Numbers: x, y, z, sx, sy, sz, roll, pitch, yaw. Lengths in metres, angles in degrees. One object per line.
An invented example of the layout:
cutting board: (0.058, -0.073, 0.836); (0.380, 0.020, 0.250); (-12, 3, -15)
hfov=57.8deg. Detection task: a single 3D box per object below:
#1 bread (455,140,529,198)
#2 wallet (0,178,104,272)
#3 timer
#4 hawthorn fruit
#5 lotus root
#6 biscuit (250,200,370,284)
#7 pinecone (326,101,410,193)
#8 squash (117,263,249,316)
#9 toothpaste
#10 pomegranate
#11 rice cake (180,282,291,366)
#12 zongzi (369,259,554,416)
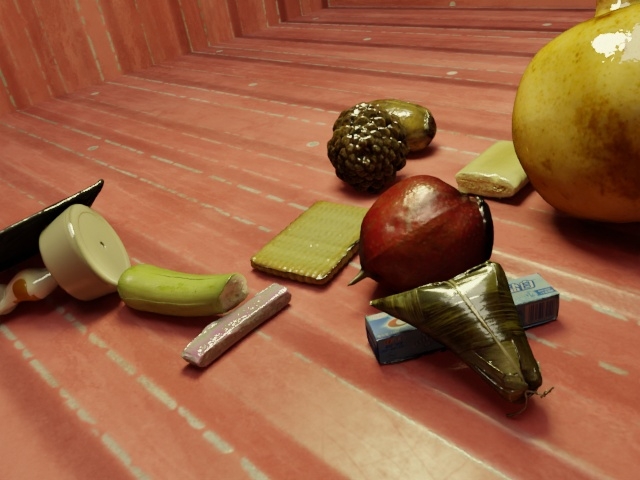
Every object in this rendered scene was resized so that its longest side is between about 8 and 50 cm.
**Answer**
bread: (0.383, -0.148, 1.212); (0.140, 0.060, 0.178); (19, 41, 41)
wallet: (-0.551, -0.011, 1.128); (0.247, 0.041, 0.323); (-36, 6, -39)
timer: (-0.507, 0.071, 1.057); (0.266, 0.175, 0.175); (-29, 31, 4)
hawthorn fruit: (0.149, 0.007, 0.932); (0.251, 0.189, 0.189); (-32, 32, 0)
lotus root: (0.163, -0.288, 1.441); (0.260, 0.128, 0.145); (11, 10, 33)
biscuit: (0.000, 0.000, 1.108); (0.172, 0.029, 0.254); (12, 37, 32)
pinecone: (0.101, -0.210, 1.291); (0.184, 0.179, 0.204); (-54, 11, 7)
squash: (-0.241, 0.084, 0.974); (0.250, 0.083, 0.083); (2, 32, 28)
toothpaste: (0.204, 0.111, 0.838); (0.272, 0.053, 0.066); (-14, 31, -5)
pomegranate: (0.528, -0.221, 0.960); (0.417, 0.416, 0.416); (-7, 31, 4)
rice cake: (-0.129, 0.133, 0.915); (0.207, 0.036, 0.047); (-34, 28, -35)
zongzi: (0.169, 0.134, 0.735); (0.184, 0.084, 0.187); (-14, 55, 5)
